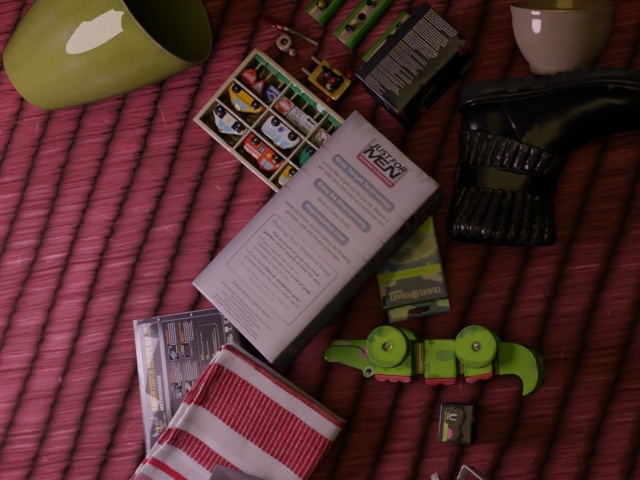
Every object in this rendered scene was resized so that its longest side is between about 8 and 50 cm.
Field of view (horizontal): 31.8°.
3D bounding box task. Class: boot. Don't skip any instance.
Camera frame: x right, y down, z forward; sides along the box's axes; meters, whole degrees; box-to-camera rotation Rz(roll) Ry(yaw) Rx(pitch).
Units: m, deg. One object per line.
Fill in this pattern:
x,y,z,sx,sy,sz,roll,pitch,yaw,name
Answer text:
0.367,-0.118,1.736,0.348,0.131,0.260,-3,75,23,boot

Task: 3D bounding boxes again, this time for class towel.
-0.144,0.354,1.789,0.237,0.037,0.329,35,101,2,towel

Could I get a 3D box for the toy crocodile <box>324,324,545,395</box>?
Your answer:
0.177,0.186,1.750,0.341,0.115,0.105,-1,83,12,toy crocodile

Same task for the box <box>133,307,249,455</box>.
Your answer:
-0.206,0.232,1.857,0.183,0.056,0.230,-10,81,11,box

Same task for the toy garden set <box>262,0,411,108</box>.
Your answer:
0.013,-0.363,1.891,0.244,0.049,0.204,42,93,14,toy garden set

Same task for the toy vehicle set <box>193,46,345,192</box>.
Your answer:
-0.063,-0.181,1.891,0.267,0.035,0.166,41,92,14,toy vehicle set

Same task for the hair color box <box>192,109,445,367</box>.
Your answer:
0.000,0.000,1.767,0.185,0.113,0.374,44,91,15,hair color box

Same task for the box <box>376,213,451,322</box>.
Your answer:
0.142,0.036,1.815,0.109,0.042,0.178,-12,79,11,box

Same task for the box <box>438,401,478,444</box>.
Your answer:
0.215,0.283,1.744,0.052,0.083,0.062,3,84,13,box

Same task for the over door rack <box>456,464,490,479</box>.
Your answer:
0.269,0.504,1.622,0.108,0.240,0.324,13,85,52,over door rack

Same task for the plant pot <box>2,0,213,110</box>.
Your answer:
-0.380,-0.346,1.890,0.294,0.275,0.274,-28,77,24,plant pot

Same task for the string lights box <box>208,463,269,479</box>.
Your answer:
-0.143,0.497,1.754,0.133,0.077,0.259,18,100,1,string lights box

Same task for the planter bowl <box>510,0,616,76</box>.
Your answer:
0.378,-0.317,1.762,0.162,0.162,0.109,3,108,13,planter bowl

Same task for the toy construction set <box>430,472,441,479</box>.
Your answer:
0.107,0.493,1.718,0.328,0.151,0.215,-33,77,18,toy construction set

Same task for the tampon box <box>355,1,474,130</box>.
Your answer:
0.155,-0.279,1.812,0.161,0.120,0.101,-46,75,4,tampon box
